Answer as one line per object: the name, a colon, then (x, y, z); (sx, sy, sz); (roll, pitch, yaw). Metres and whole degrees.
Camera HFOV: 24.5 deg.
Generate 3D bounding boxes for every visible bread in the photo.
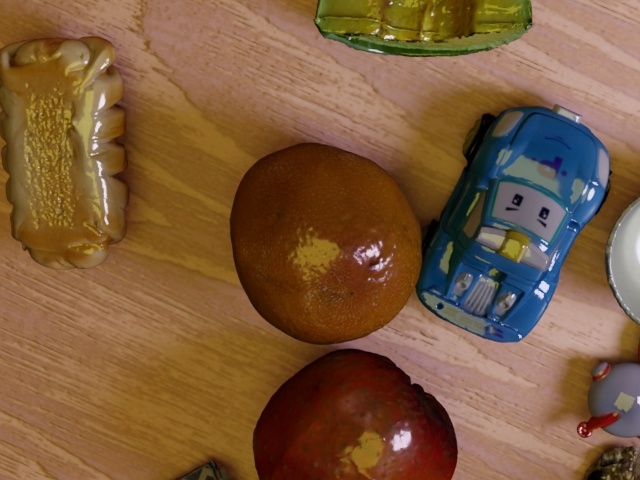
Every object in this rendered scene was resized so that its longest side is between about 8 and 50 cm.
bread: (-0.338, -0.116, 1.950); (0.173, 0.121, 0.311); (3, 105, 11)

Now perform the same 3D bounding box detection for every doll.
doll: (0.441, 0.186, 1.940); (0.245, 0.076, 0.142); (-38, 93, 12)

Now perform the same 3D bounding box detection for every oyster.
oyster: (0.402, 0.356, 2.005); (0.105, 0.056, 0.177); (25, 112, 9)

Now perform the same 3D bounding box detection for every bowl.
bowl: (0.465, 0.015, 1.869); (0.211, 0.112, 0.211); (2, 104, 8)

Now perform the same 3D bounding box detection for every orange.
orange: (0.000, 0.000, 1.868); (0.264, 0.264, 0.264); (2, 105, 8)

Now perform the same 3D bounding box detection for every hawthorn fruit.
hawthorn fruit: (0.023, 0.293, 1.933); (0.254, 0.254, 0.300); (41, 92, -4)

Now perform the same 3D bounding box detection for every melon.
melon: (0.135, -0.322, 1.831); (0.265, 0.129, 0.169); (1, 83, 12)

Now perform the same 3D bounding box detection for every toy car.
toy car: (0.244, -0.022, 1.869); (0.198, 0.166, 0.314); (26, 107, -3)

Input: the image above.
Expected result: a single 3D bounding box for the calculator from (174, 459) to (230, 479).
calculator: (-0.147, 0.460, 2.075); (0.166, 0.028, 0.274); (-30, 79, 25)
